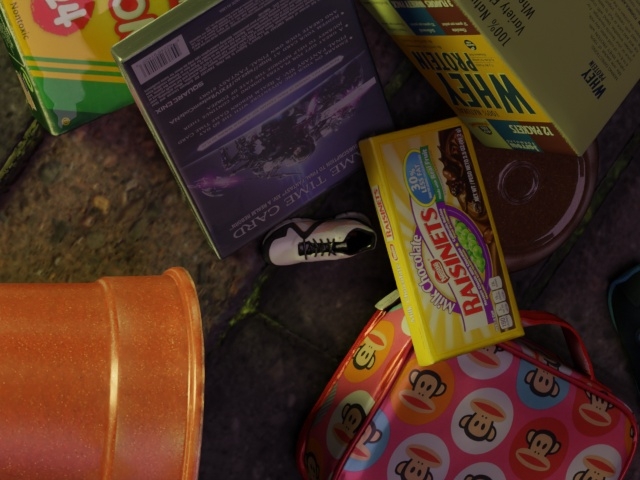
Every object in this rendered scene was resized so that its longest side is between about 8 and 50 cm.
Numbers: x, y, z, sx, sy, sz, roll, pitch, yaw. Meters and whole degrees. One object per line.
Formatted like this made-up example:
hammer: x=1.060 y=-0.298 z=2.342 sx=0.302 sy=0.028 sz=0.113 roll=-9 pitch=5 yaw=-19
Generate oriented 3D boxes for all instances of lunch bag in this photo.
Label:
lunch bag: x=0.148 y=0.177 z=1.745 sx=0.293 sy=0.120 sz=0.258 roll=30 pitch=93 yaw=-27

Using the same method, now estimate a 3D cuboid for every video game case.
video game case: x=-0.045 y=-0.117 z=1.556 sx=0.196 sy=0.026 sz=0.274 roll=-33 pitch=144 yaw=-8

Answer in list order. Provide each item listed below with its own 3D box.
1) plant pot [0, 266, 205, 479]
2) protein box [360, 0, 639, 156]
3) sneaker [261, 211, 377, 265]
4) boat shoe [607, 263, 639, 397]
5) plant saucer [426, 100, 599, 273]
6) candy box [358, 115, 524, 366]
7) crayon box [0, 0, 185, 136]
plant pot: x=-0.252 y=0.146 z=1.505 sx=0.265 sy=0.272 sz=0.272 roll=5 pitch=105 yaw=-16
protein box: x=0.182 y=-0.213 z=1.601 sx=0.200 sy=0.136 sz=0.201 roll=47 pitch=71 yaw=-27
sneaker: x=0.000 y=0.000 z=1.670 sx=0.109 sy=0.044 sz=0.040 roll=-15 pitch=114 yaw=-16
boat shoe: x=0.358 y=0.144 z=1.838 sx=0.109 sy=0.089 sz=0.258 roll=-41 pitch=117 yaw=-5
plant saucer: x=0.178 y=-0.057 z=1.730 sx=0.198 sy=0.036 sz=0.199 roll=-7 pitch=110 yaw=-20
candy box: x=0.107 y=-0.001 z=1.647 sx=0.105 sy=0.027 sz=0.206 roll=-16 pitch=90 yaw=-26
crayon box: x=-0.117 y=-0.243 z=1.523 sx=0.318 sy=0.081 sz=0.202 roll=-26 pitch=114 yaw=-13
